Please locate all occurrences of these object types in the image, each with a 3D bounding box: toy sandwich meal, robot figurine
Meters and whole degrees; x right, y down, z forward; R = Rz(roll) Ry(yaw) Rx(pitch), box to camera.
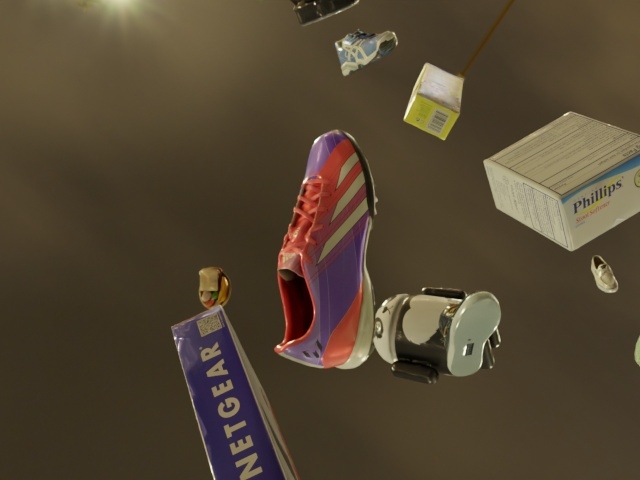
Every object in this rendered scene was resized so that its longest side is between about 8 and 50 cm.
[{"bbox_3d":[-0.209,0.092,1.322,0.029,0.085,0.086,19,-144,-60],"label":"toy sandwich meal"},{"bbox_3d":[0.253,0.208,1.525,0.278,0.174,0.209,5,-171,30],"label":"robot figurine"}]

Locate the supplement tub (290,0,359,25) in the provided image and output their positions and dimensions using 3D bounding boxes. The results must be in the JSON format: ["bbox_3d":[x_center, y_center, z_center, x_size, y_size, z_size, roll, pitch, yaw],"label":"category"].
[{"bbox_3d":[-0.025,-0.332,0.713,0.106,0.106,0.198,-41,-64,-43],"label":"supplement tub"}]

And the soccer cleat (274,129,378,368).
[{"bbox_3d":[0.000,0.000,0.863,0.116,0.108,0.318,9,-108,-32],"label":"soccer cleat"}]

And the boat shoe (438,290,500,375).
[{"bbox_3d":[0.205,0.114,0.984,0.065,0.183,0.083,-6,-132,-7],"label":"boat shoe"}]

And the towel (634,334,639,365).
[{"bbox_3d":[0.346,-0.079,0.574,0.038,0.325,0.248,23,-150,33],"label":"towel"}]

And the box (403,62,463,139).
[{"bbox_3d":[0.214,-0.265,1.272,0.087,0.058,0.232,25,-150,-1],"label":"box"}]

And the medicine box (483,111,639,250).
[{"bbox_3d":[0.574,-0.145,1.566,0.263,0.149,0.289,-29,-149,-8],"label":"medicine box"}]

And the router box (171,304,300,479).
[{"bbox_3d":[-0.092,0.311,0.978,0.082,0.301,0.335,-24,-136,-7],"label":"router box"}]

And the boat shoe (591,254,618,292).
[{"bbox_3d":[0.559,0.064,1.348,0.035,0.035,0.100,-12,-150,12],"label":"boat shoe"}]

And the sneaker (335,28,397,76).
[{"bbox_3d":[0.091,-0.422,1.495,0.080,0.211,0.081,-32,-77,-24],"label":"sneaker"}]
